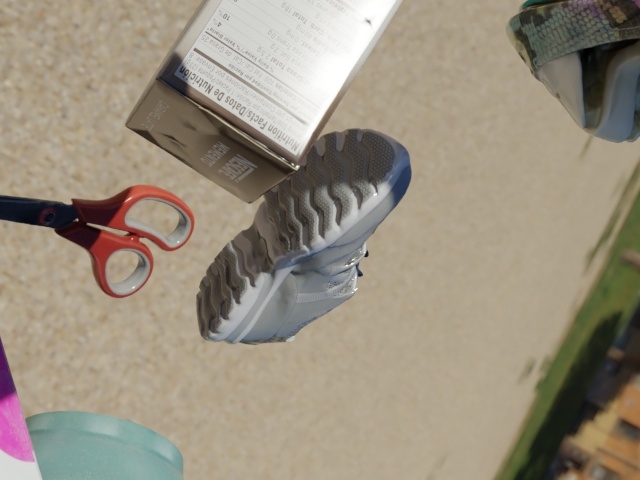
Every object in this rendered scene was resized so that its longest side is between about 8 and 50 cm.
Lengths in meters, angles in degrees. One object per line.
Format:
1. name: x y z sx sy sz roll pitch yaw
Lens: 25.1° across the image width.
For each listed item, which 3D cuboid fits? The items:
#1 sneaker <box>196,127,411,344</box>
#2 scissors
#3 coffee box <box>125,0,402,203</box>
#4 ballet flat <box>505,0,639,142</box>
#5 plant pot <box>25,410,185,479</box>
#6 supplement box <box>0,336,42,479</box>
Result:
1. sneaker: 0.000 0.000 1.295 0.281 0.115 0.105 -43 -135 39
2. scissors: -0.210 -0.029 1.189 0.109 0.021 0.297 -51 145 4
3. coffee box: -0.008 -0.156 0.886 0.246 0.098 0.141 -59 -172 -13
4. ballet flat: 0.158 -0.088 0.673 0.221 0.077 0.079 -5 -100 61
5. plant pot: -0.233 0.287 1.396 0.293 0.293 0.196 95 2 -60
6. supplement box: -0.218 0.097 0.510 0.220 0.114 0.111 -18 94 -51
